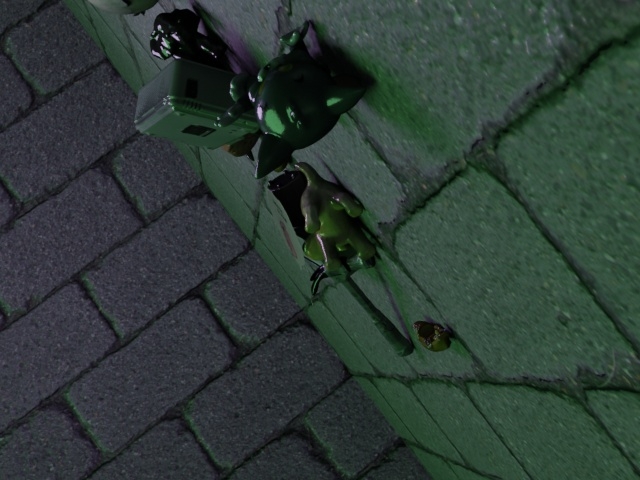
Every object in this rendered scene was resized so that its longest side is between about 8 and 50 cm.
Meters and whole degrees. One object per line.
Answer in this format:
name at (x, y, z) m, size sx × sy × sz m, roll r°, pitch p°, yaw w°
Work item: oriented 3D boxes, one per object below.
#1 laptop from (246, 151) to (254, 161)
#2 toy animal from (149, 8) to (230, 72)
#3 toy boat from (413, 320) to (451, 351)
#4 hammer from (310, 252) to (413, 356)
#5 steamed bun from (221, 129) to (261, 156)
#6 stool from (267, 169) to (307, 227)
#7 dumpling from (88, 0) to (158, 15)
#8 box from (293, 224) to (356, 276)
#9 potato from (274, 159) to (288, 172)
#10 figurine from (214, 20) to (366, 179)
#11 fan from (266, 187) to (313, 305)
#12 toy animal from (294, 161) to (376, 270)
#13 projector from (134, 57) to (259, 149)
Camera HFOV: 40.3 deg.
laptop at (-0.240, -0.291, 2.220) m, size 0.197 × 0.016 × 0.135 m, roll 49°, pitch 171°, yaw 21°
toy animal at (-0.255, -0.364, 1.722) m, size 0.146 × 0.114 × 0.245 m, roll 46°, pitch 166°, yaw 22°
toy boat at (0.214, 0.183, 1.681) m, size 0.049 × 0.047 × 0.149 m, roll 54°, pitch 171°, yaw -7°
hammer at (0.121, 0.152, 1.897) m, size 0.427 × 0.152 × 0.044 m, roll 48°, pitch -155°, yaw -47°
steamed bun at (-0.198, -0.255, 1.900) m, size 0.145 × 0.106 × 0.175 m, roll 40°, pitch 180°, yaw -1°
stool at (-0.059, -0.090, 1.860) m, size 0.110 × 0.096 × 0.096 m, roll 62°, pitch 168°, yaw -26°
dumpling at (-0.387, -0.540, 1.651) m, size 0.243 × 0.175 × 0.226 m, roll -13°, pitch 85°, yaw 65°
box at (0.000, 0.000, 1.925) m, size 0.129 × 0.086 × 0.225 m, roll 56°, pitch 169°, yaw -20°
potato at (-0.091, -0.171, 1.860) m, size 0.046 × 0.045 × 0.092 m, roll 38°, pitch 176°, yaw -2°
figurine at (-0.052, -0.195, 1.224) m, size 0.140 × 0.193 × 0.265 m, roll 53°, pitch -177°, yaw -9°
fan at (-0.056, 0.030, 1.837) m, size 0.182 × 0.010 × 0.310 m, roll 51°, pitch 163°, yaw 54°
toy animal at (0.016, -0.029, 1.677) m, size 0.168 × 0.121 × 0.233 m, roll 60°, pitch 173°, yaw 34°
projector at (-0.230, -0.248, 1.659) m, size 0.192 × 0.099 × 0.257 m, roll 10°, pitch 171°, yaw -26°
